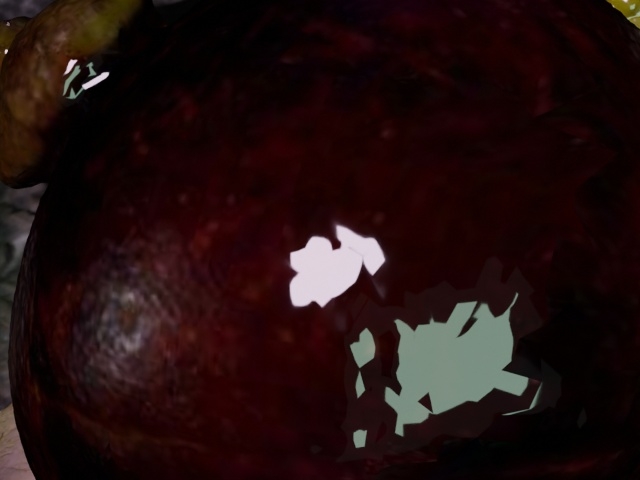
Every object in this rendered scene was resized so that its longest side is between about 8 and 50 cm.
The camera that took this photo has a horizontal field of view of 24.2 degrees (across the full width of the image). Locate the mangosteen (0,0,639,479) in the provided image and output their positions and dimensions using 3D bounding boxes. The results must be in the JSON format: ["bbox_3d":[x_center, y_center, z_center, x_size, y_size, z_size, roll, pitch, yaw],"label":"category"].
[{"bbox_3d":[0.015,0.012,0.587,0.297,0.293,0.297,-11,139,-9],"label":"mangosteen"}]

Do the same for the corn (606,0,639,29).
[{"bbox_3d":[0.192,-0.173,0.683,0.106,0.106,0.305,26,106,-35],"label":"corn"}]

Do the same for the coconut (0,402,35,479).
[{"bbox_3d":[-0.110,0.155,0.721,0.147,0.147,0.153,-31,119,-4],"label":"coconut"}]
